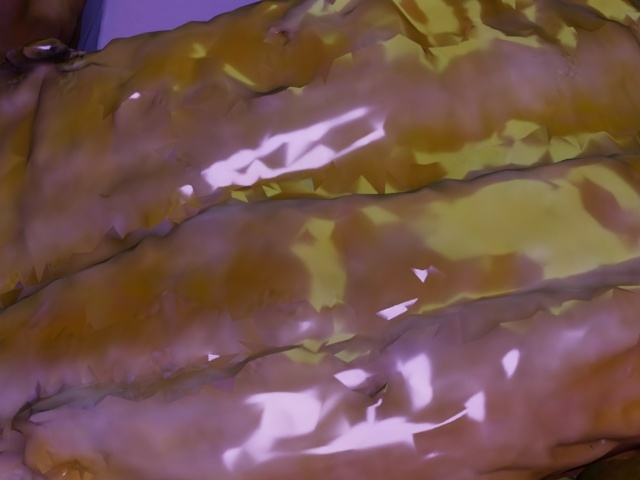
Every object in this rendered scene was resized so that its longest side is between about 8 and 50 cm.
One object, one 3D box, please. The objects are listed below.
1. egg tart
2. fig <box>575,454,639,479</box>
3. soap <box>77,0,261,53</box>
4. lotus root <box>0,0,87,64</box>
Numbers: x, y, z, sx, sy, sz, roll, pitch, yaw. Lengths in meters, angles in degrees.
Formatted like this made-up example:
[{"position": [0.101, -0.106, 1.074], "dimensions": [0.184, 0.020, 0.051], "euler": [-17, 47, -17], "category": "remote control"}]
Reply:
[{"position": [0.000, 0.000, 0.476], "dimensions": [0.290, 0.115, 0.290], "euler": [-13, 3, 1], "category": "egg tart"}, {"position": [0.099, 0.071, 0.512], "dimensions": [0.098, 0.082, 0.084], "euler": [-21, 11, 15], "category": "fig"}, {"position": [-0.061, -0.115, 0.733], "dimensions": [0.109, 0.193, 0.324], "euler": [18, 41, -24], "category": "soap"}, {"position": [-0.184, -0.107, 0.567], "dimensions": [0.316, 0.316, 0.250], "euler": [12, 27, -46], "category": "lotus root"}]
